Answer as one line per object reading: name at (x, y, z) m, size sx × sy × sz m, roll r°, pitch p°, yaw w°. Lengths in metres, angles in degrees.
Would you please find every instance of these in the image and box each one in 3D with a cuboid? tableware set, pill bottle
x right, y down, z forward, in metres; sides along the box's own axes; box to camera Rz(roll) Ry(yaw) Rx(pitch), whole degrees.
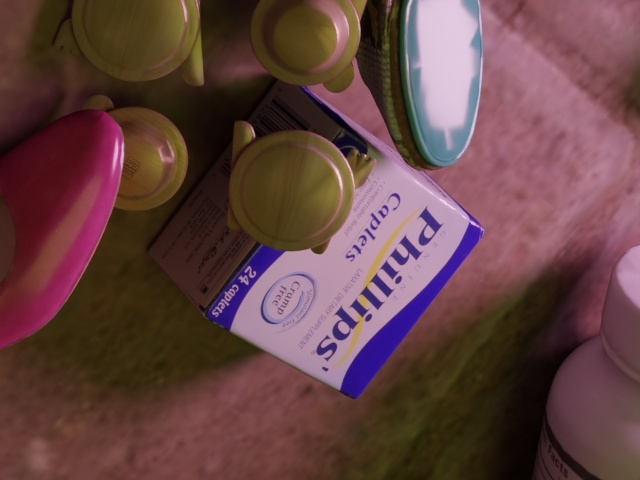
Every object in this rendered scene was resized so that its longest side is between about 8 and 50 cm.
tableware set at (-0.052, -0.069, 0.971) m, size 0.168 × 0.020 × 0.141 m, roll 9°, pitch 109°, yaw -3°
pill bottle at (0.225, 0.166, 1.263) m, size 0.176 × 0.176 × 0.319 m, roll -11°, pitch 125°, yaw -29°

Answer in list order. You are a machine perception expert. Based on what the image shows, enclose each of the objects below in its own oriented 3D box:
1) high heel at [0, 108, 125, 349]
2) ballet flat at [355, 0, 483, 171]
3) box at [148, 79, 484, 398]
high heel at (-0.203, 0.018, 0.931) m, size 0.244 × 0.082 × 0.117 m, roll -42°, pitch 145°, yaw 13°
ballet flat at (0.038, -0.147, 0.991) m, size 0.077 × 0.079 × 0.222 m, roll -28°, pitch 124°, yaw -43°
box at (0.000, 0.000, 1.067) m, size 0.137 × 0.072 × 0.126 m, roll 31°, pitch 99°, yaw -44°
